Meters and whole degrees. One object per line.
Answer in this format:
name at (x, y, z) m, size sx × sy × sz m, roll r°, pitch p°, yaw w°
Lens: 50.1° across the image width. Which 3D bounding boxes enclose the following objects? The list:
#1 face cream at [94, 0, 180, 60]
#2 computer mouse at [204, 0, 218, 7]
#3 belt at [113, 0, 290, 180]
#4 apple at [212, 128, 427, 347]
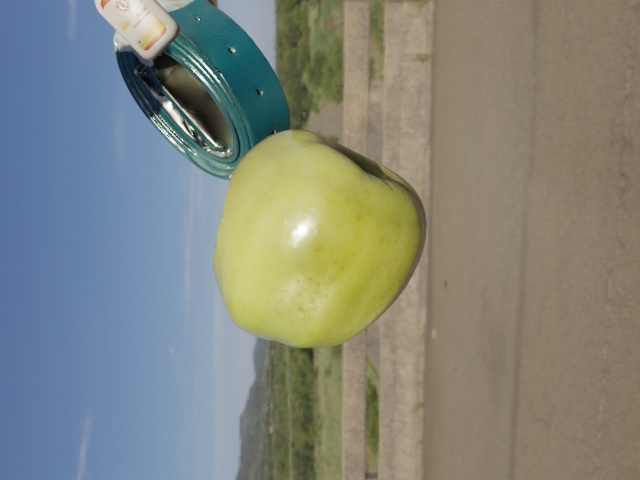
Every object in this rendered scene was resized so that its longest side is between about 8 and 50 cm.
face cream at (-0.149, -0.181, 0.527) m, size 0.083 × 0.040 × 0.021 m, roll 45°, pitch -164°, yaw -15°
computer mouse at (-0.364, -0.610, 1.689) m, size 0.121 × 0.184 × 0.297 m, roll 63°, pitch -174°, yaw 5°
belt at (-0.262, -0.346, 1.539) m, size 0.300 × 0.436 × 0.173 m, roll -35°, pitch 12°, yaw 49°
apple at (0.000, 0.000, 0.861) m, size 0.279 × 0.279 × 0.279 m, roll -179°, pitch 90°, yaw -87°
